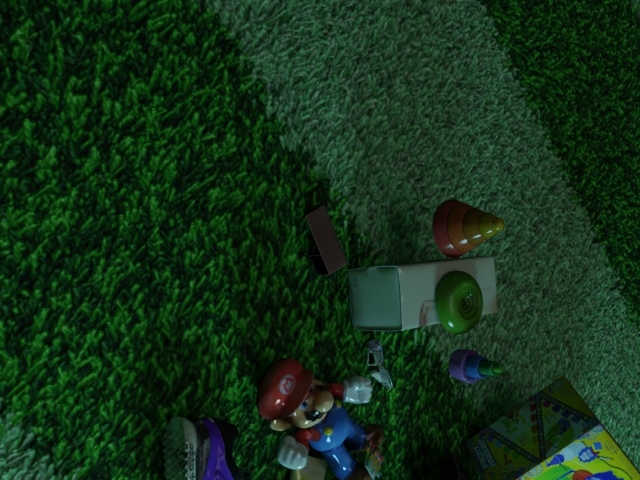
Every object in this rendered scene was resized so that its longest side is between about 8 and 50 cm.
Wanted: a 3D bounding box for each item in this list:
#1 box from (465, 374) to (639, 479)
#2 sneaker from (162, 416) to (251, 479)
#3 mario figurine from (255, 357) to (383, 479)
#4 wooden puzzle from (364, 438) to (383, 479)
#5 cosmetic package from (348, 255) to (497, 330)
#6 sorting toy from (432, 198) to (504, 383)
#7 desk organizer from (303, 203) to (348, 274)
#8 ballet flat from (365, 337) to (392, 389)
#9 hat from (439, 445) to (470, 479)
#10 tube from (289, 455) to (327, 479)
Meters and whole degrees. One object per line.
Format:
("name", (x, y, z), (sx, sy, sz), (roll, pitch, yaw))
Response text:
("box", (0.541, 0.518, 1.579), (0.279, 0.177, 0.290), (-38, 114, 10))
("sneaker", (-0.178, 0.437, 1.144), (0.146, 0.102, 0.293), (6, 83, -39))
("mario figurine", (0.016, 0.327, 1.253), (0.170, 0.198, 0.320), (-35, 124, 11))
("wooden puzzle", (0.101, 0.415, 1.307), (0.083, 0.006, 0.049), (63, 40, -35))
("cosmetic package", (0.218, 0.107, 1.452), (0.296, 0.153, 0.129), (-3, 88, -37))
("sorting toy", (0.309, 0.096, 1.351), (0.127, 0.126, 0.365), (0, 86, -39))
("desk organizer", (0.000, 0.000, 1.351), (0.050, 0.047, 0.130), (-31, 106, -33))
("ballet flat", (0.117, 0.259, 1.438), (0.041, 0.041, 0.114), (-22, 101, -37))
("hat", (0.281, 0.589, 1.450), (0.134, 0.331, 0.331), (-26, 107, 5))
("tube", (-0.041, 0.519, 1.279), (0.062, 0.070, 0.240), (10, 69, 5))
